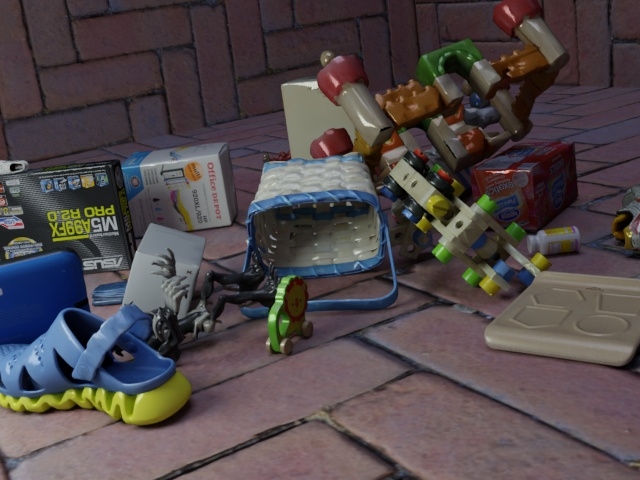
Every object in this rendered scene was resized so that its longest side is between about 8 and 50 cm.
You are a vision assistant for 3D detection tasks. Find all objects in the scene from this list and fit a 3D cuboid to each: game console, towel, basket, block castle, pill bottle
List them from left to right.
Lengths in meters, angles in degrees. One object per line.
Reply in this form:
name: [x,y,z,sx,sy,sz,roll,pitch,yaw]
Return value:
game console: [-0.496,0.106,1.215,0.293,0.250,0.173,-15,38,-21]
towel: [-0.342,0.089,1.474,0.119,0.029,0.067,-6,16,6]
basket: [0.000,0.000,1.372,0.254,0.201,0.289,-3,45,8]
block castle: [0.205,-0.274,1.558,0.453,0.213,0.303,-24,-23,-16]
pill bottle: [0.395,0.002,1.410,0.083,0.044,0.043,-7,16,0]

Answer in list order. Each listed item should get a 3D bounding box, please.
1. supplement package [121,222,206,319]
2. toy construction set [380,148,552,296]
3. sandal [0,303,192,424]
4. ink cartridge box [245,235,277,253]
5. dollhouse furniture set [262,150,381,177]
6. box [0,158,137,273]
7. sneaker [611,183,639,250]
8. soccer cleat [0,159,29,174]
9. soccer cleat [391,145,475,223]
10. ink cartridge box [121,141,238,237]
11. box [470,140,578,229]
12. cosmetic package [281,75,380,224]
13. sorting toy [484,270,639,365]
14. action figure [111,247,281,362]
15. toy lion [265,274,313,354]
supplement package: [-0.255,0.052,1.373,0.105,0.105,0.179,16,13,-9]
toy construction set: [0.208,-0.030,1.348,0.151,0.215,0.327,-56,27,-4]
sandal: [-0.313,0.148,1.079,0.317,0.138,0.126,-3,18,24]
ink cartridge box: [-0.102,0.009,1.636,0.083,0.028,0.048,5,20,35]
dollhouse furniture set: [0.039,-0.219,2.210,0.373,0.152,0.201,-24,16,6]
box: [-0.515,-0.039,1.656,0.269,0.217,0.060,-5,15,6]
sneaker: [0.542,-0.043,1.419,0.092,0.088,0.225,-5,16,13]
soccer cleat: [-0.610,-0.142,1.611,0.083,0.029,0.035,-5,11,-6]
soccer cleat: [0.235,-0.135,1.767,0.115,0.143,0.331,2,19,30]
ink cartridge box: [-0.321,-0.120,1.918,0.232,0.171,0.168,-7,17,3]
box: [0.410,-0.113,1.647,0.128,0.123,0.256,2,19,34]
cosmetic package: [0.026,-0.194,1.769,0.160,0.310,0.113,-2,17,21]
sorting toy: [0.346,0.104,1.112,0.192,0.038,0.208,4,24,35]
action figure: [-0.202,0.089,1.195,0.275,0.141,0.164,-21,30,-17]
toy lion: [-0.045,0.101,1.181,0.034,0.096,0.100,2,19,29]
